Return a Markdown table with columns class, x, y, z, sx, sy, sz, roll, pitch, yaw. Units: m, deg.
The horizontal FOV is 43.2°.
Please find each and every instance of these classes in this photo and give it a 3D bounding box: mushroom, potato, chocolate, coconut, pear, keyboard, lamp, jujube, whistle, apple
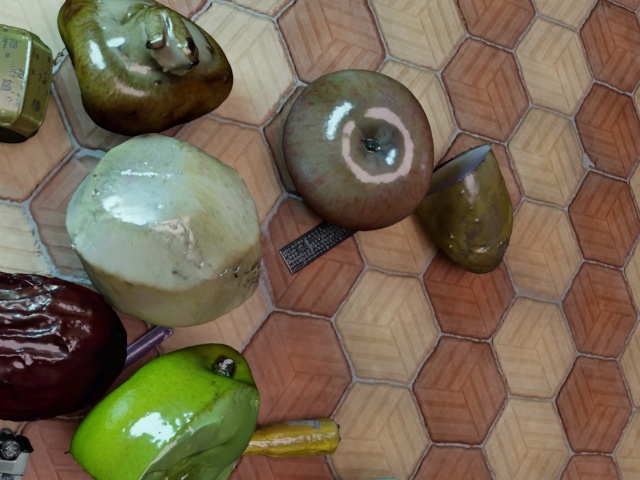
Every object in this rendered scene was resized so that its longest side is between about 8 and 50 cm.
| class | x | y | z | sx | sy | sz | roll | pitch | yaw |
| --- | --- | --- | --- | --- | --- | --- | --- | --- | --- |
| mushroom | -0.301 | -0.340 | 1.446 | 0.345 | 0.259 | 0.345 | 24 | 38 | -20 |
| potato | 0.349 | -0.052 | 1.856 | 0.229 | 0.229 | 0.266 | -42 | 110 | -25 |
| chocolate | -0.071 | 0.409 | 1.647 | 0.219 | 0.085 | 0.085 | -1 | 86 | -27 |
| coconut | -0.268 | -0.003 | 1.447 | 0.352 | 0.352 | 0.352 | 3 | 84 | -28 |
| pear | -0.252 | 0.312 | 1.418 | 0.238 | 0.342 | 0.318 | 33 | 74 | 23 |
| keyboard | 0.000 | 0.000 | 1.761 | 0.198 | 0.010 | 0.063 | -33 | 99 | -27 |
| lamp | -0.551 | -0.272 | 1.406 | 0.161 | 0.161 | 0.185 | 9 | 77 | -28 |
| jujube | -0.516 | 0.175 | 1.339 | 0.377 | 0.258 | 0.258 | 10 | 80 | -21 |
| whistle | -0.354 | 0.213 | 1.534 | 0.176 | 0.033 | 0.033 | -37 | 103 | -27 |
| apple | 0.087 | -0.191 | 1.680 | 0.345 | 0.269 | 0.345 | 2 | 85 | -28 |

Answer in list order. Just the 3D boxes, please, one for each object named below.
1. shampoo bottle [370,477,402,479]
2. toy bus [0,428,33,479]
| class | x | y | z | sx | sy | sz | roll | pitch | yaw |
| --- | --- | --- | --- | --- | --- | --- | --- | --- | --- |
| shampoo bottle | 0.172 | 0.658 | 1.617 | 0.317 | 0.322 | 0.322 | 49 | 65 | -27 |
| toy bus | -0.593 | 0.365 | 1.361 | 0.194 | 0.087 | 0.089 | 13 | 89 | -28 |
